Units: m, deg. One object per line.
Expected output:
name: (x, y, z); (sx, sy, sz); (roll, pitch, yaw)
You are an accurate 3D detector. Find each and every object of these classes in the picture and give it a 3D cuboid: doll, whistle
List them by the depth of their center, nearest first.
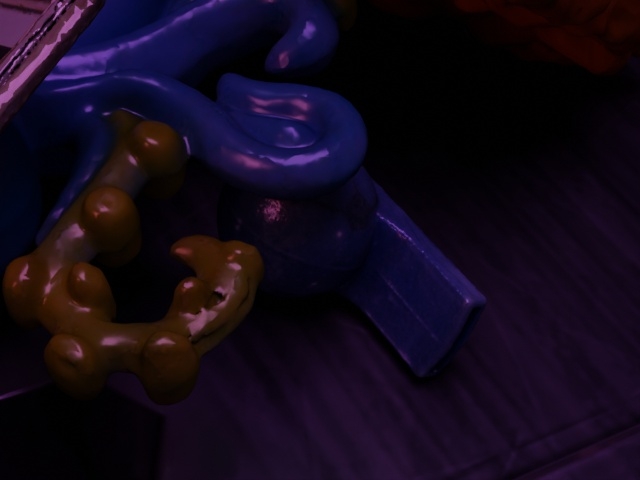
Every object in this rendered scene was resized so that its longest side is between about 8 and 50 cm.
doll: (-0.149, -0.064, 0.642); (0.346, 0.098, 0.341); (19, 54, 32)
whistle: (0.000, 0.000, 0.657); (0.090, 0.090, 0.158); (-21, 52, -27)

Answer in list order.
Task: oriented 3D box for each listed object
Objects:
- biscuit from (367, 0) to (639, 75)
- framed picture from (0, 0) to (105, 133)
biscuit: (0.037, -0.195, 0.748); (0.318, 0.110, 0.312); (23, 5, 25)
framed picture: (-0.258, -0.049, 0.591); (0.293, 0.018, 0.231); (16, 62, 38)
